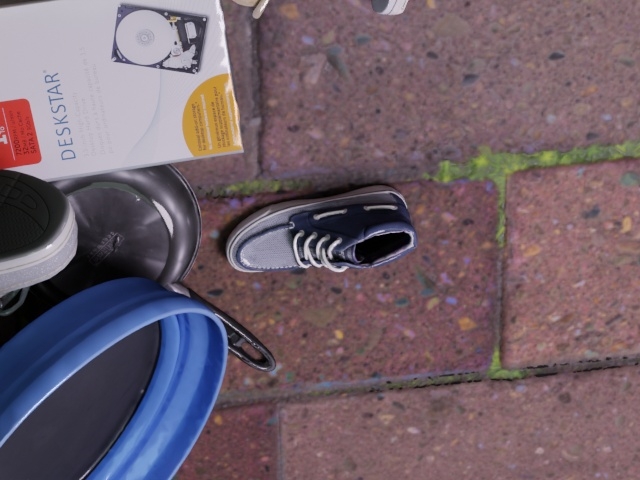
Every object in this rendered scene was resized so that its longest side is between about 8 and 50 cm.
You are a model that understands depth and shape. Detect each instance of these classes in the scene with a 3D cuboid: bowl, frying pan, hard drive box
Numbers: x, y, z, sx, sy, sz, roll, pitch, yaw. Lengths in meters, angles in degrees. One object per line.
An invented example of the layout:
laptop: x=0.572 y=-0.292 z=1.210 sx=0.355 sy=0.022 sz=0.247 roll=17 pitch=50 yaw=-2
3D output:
bowl: x=-0.248 y=0.202 z=1.642 sx=0.077 sy=0.391 sz=0.391 roll=37 pitch=112 yaw=21
frying pan: x=-0.191 y=0.048 z=1.741 sx=0.197 sy=0.053 sz=0.326 roll=-23 pitch=116 yaw=3
hard drive box: x=-0.198 y=-0.159 z=1.595 sx=0.232 sy=0.089 sz=0.181 roll=-9 pitch=120 yaw=-1

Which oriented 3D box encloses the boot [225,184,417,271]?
boot: x=0.000 y=0.000 z=1.725 sx=0.190 sy=0.086 sz=0.069 roll=-19 pitch=119 yaw=-1

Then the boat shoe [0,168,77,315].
boat shoe: x=-0.335 y=0.017 z=1.600 sx=0.320 sy=0.118 sz=0.103 roll=-11 pitch=137 yaw=35

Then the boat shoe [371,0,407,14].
boat shoe: x=0.081 y=-0.259 z=1.638 sx=0.035 sy=0.035 sz=0.100 roll=1 pitch=117 yaw=-42

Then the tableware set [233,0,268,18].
tableware set: x=-0.069 y=-0.296 z=1.595 sx=0.168 sy=0.020 sz=0.141 roll=32 pitch=108 yaw=-24
